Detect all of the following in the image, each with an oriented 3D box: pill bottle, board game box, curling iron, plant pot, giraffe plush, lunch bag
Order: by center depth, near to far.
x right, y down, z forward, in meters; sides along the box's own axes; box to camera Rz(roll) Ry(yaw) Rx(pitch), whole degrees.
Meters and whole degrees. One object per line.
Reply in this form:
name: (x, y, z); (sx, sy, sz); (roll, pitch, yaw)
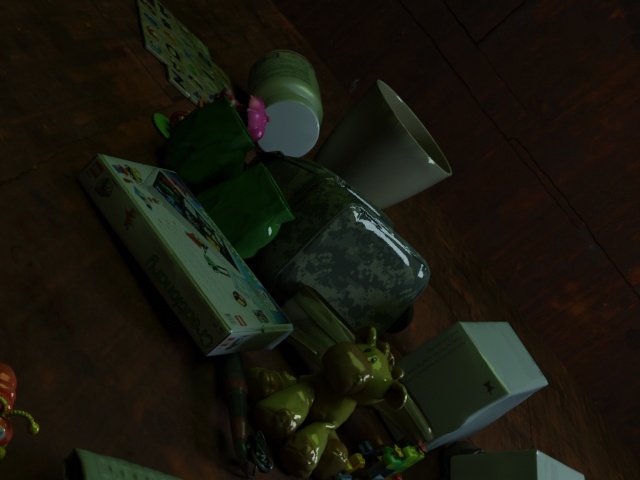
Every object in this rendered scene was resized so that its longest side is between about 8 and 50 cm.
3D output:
curling iron: (-0.105, 0.196, 1.254); (0.274, 0.035, 0.068); (-113, -179, -54)
giraffe plush: (0.023, 0.204, 1.336); (0.181, 0.170, 0.210); (56, 16, 12)
board game box: (-0.178, 0.019, 1.337); (0.305, 0.053, 0.193); (51, 15, 17)
lunch bag: (0.000, 0.000, 1.680); (0.305, 0.212, 0.256); (38, 5, -43)
pill bottle: (-0.078, -0.293, 2.147); (0.160, 0.160, 0.283); (45, 18, -24)
plant pot: (0.098, -0.163, 2.151); (0.256, 0.274, 0.256); (47, 18, -20)

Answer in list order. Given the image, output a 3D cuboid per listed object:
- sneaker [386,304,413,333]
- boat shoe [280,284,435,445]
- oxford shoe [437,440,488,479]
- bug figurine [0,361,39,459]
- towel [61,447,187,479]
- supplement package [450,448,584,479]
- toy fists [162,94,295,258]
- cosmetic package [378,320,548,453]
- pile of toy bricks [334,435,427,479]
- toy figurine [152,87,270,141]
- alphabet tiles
sneaker: (0.101, 0.045, 2.011); (0.319, 0.112, 0.131); (59, 20, 18)
boat shoe: (0.048, 0.206, 1.510); (0.302, 0.098, 0.109); (47, 1, 3)
oxford shoe: (0.264, 0.400, 1.737); (0.083, 0.096, 0.227); (50, 14, -2)
bug figurine: (-0.342, 0.057, 0.807); (0.279, 0.072, 0.216); (40, 20, -36)
towel: (-0.105, 0.354, 0.900); (0.324, 0.056, 0.312); (36, 25, -50)
supplement package: (0.311, 0.445, 1.549); (0.203, 0.149, 0.194); (34, 53, -49)
toy fists: (-0.151, -0.092, 1.550); (0.279, 0.142, 0.096); (61, 4, 28)
cosmetic package: (0.256, 0.261, 1.798); (0.156, 0.217, 0.385); (58, 15, 18)
pile of toy bricks: (0.105, 0.324, 1.426); (0.212, 0.105, 0.118); (25, 31, -60)
toy figurine: (-0.169, -0.196, 1.683); (0.173, 0.159, 0.130); (47, 16, -16)
alphabet tiles: (-0.269, -0.364, 2.039); (0.285, 0.011, 0.342); (40, 20, -37)
